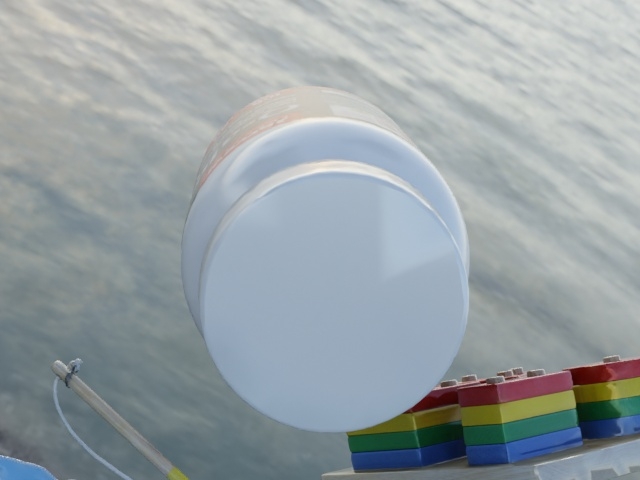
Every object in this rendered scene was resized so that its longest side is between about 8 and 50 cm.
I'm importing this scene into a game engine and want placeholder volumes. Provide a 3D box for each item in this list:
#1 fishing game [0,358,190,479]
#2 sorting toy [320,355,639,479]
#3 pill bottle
[{"bbox_3d":[-0.171,0.193,0.571,0.189,0.264,0.041,43,-17,20],"label":"fishing game"},{"bbox_3d":[0.170,0.156,1.017,0.255,0.257,0.089,-4,82,-39],"label":"sorting toy"},{"bbox_3d":[0.000,0.000,0.907,0.210,0.210,0.363,26,10,-9],"label":"pill bottle"}]
